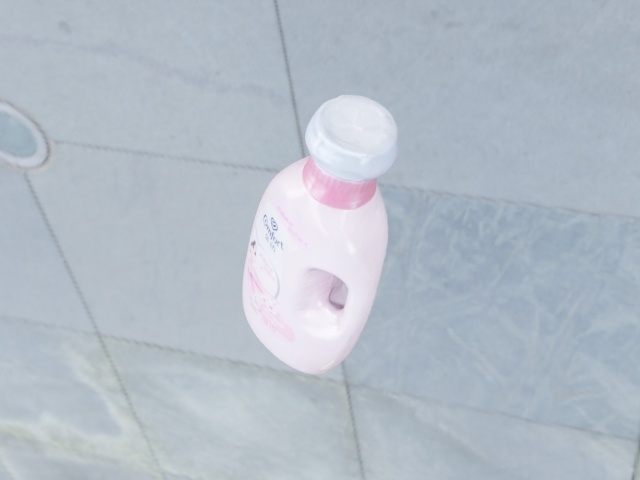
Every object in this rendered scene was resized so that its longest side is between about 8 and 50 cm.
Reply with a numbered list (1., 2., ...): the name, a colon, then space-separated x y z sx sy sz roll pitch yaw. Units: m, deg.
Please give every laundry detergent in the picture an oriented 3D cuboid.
1. laundry detergent: 0.000 0.000 0.970 0.159 0.088 0.335 44 146 18
